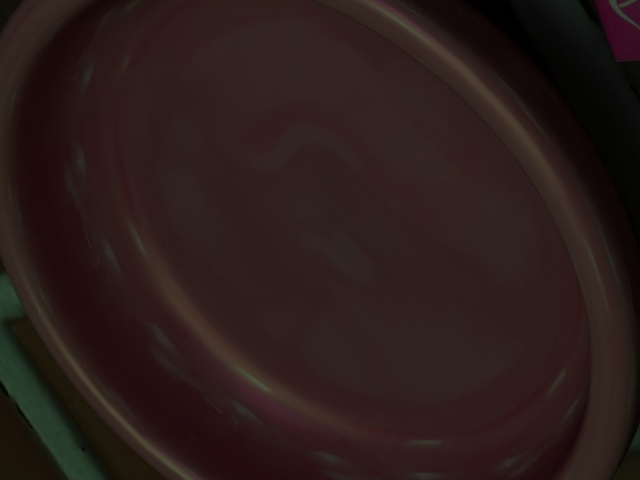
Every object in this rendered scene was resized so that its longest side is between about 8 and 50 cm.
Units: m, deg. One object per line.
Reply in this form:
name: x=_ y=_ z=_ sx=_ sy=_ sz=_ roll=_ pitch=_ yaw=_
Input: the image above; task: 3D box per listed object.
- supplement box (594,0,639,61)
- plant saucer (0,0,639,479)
supplement box: x=0.155 y=-0.151 z=0.515 sx=0.114 sy=0.220 sz=0.111 roll=-4 pitch=119 yaw=37
plant saucer: x=0.000 y=0.000 z=0.838 sx=0.332 sy=0.084 sz=0.332 roll=20 pitch=131 yaw=24
